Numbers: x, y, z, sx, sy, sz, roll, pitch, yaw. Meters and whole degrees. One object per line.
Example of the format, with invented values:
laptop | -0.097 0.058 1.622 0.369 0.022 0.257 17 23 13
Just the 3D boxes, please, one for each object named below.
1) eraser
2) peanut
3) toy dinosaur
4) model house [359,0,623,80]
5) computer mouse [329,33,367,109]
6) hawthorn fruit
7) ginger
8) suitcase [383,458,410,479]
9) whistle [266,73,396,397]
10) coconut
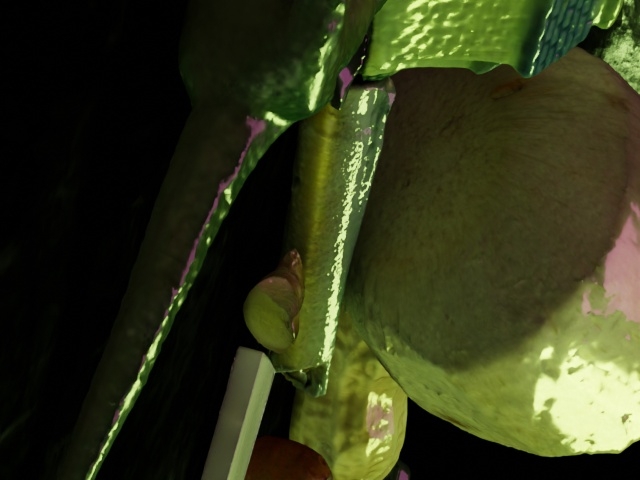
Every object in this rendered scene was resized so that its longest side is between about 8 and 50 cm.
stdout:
eraser | -0.069 0.162 0.963 0.104 0.023 0.150 80 25 -76
peanut | 0.043 0.166 1.418 0.153 0.140 0.325 -89 -169 -51
toy dinosaur | -0.022 -0.065 0.577 0.447 0.087 0.301 -55 159 -54
model house | 0.124 -0.223 0.860 0.195 0.189 0.214 -87 -178 -48
computer mouse | 0.008 -0.149 0.791 0.079 0.047 0.135 -94 -172 -77
hawthorn fruit | -0.030 0.216 1.108 0.081 0.093 0.081 15 90 -82
ginger | -0.032 0.045 0.944 0.137 0.044 0.057 -75 149 -76
suitcase | 0.011 0.429 1.679 0.206 0.066 0.286 -20 -135 51
whistle | -0.001 0.000 1.011 0.057 0.068 0.326 -28 141 -39
coconut | 0.192 0.016 1.180 0.415 0.344 0.415 24 60 -50
